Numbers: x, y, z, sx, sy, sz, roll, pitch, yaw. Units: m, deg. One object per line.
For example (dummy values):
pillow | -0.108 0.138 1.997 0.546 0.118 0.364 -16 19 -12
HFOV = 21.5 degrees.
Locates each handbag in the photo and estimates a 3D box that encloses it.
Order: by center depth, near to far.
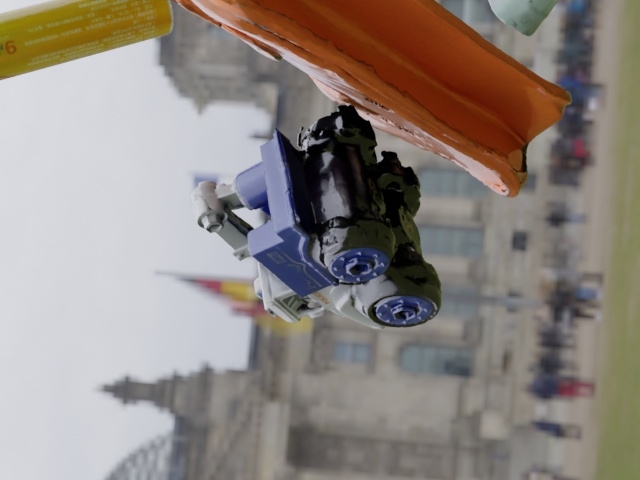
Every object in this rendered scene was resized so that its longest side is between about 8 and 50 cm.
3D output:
handbag | 0.009 -0.193 1.546 0.303 0.410 0.116 29 90 54

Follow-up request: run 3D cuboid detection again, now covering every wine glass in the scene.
wine glass | 0.271 -0.318 1.976 0.155 0.073 0.073 -48 10 26

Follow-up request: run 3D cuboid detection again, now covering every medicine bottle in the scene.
medicine bottle | -0.252 -0.202 1.627 0.074 0.218 0.074 50 150 44

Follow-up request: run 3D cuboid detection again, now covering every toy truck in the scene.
toy truck | 0.000 0.000 1.549 0.213 0.177 0.161 44 -151 -48
